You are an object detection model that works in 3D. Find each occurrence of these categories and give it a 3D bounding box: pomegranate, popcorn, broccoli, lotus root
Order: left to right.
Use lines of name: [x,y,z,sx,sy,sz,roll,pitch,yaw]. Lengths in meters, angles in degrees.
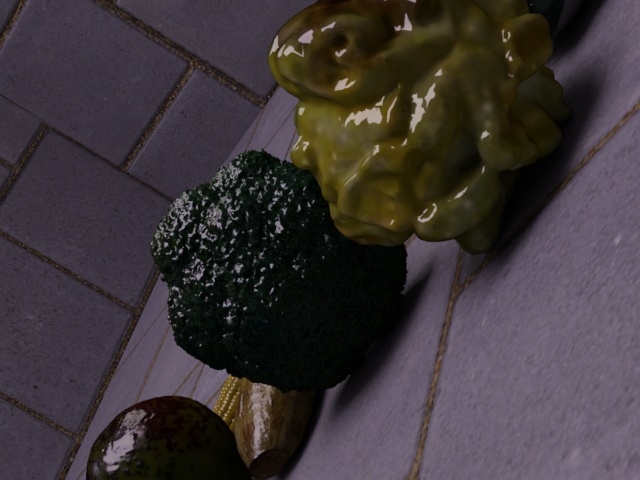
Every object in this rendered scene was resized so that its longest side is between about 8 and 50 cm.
pomegranate: [-0.198,0.287,1.805,0.214,0.214,0.248,-57,23,10]
lotus root: [-0.053,0.184,1.766,0.110,0.097,0.258,-48,18,33]
broccoli: [-0.038,0.032,1.659,0.297,0.297,0.297,-55,3,18]
popcorn: [0.111,-0.142,1.460,0.312,0.312,0.312,-56,11,16]

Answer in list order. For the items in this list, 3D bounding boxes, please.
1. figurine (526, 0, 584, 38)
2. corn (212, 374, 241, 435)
figurine: [0.186,-0.339,1.702,0.186,0.261,0.382,-25,25,-18]
corn: [-0.123,0.256,1.954,0.206,0.067,0.067,-65,12,-18]
